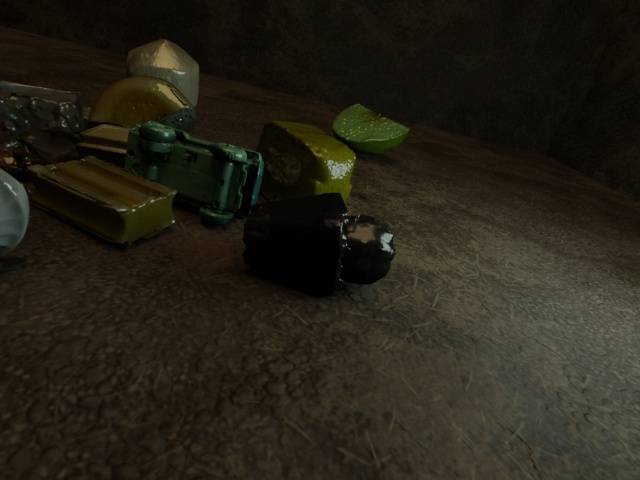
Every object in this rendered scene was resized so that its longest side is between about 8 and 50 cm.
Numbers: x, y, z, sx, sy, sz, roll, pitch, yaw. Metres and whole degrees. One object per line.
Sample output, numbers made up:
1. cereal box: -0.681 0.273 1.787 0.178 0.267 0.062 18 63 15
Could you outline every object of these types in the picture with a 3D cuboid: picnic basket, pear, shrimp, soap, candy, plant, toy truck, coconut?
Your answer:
1. picnic basket: -0.456 -0.202 0.923 0.115 0.080 0.164 8 22 -9
2. pear: 0.165 -0.402 1.611 0.239 0.139 0.288 -28 51 -34
3. shrimp: -0.557 -0.148 0.758 0.187 0.052 0.132 11 25 43
4. soap: -0.381 -0.076 0.726 0.233 0.076 0.135 23 27 19
5. candy: -0.618 -0.259 0.899 0.184 0.137 0.195 0 28 -28
6. plant: 0.000 0.000 0.700 0.255 0.142 0.164 8 25 -5
7. toy truck: -0.257 -0.143 0.841 0.278 0.155 0.156 17 18 5
8. coconut: -0.540 -0.560 1.415 0.244 0.247 0.245 11 27 -6

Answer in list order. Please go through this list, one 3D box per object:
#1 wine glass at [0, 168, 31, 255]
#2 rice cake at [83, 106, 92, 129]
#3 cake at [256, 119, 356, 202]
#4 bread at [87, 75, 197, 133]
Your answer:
1. wine glass: -0.437 0.001 0.455 0.164 0.165 0.196 3 31 -23
2. rice cake: -0.627 -0.343 1.167 0.237 0.043 0.127 10 27 -10
3. cake: -0.040 -0.162 0.961 0.156 0.179 0.260 -6 35 -35
4. bread: -0.441 -0.332 1.057 0.260 0.156 0.158 10 -5 0
